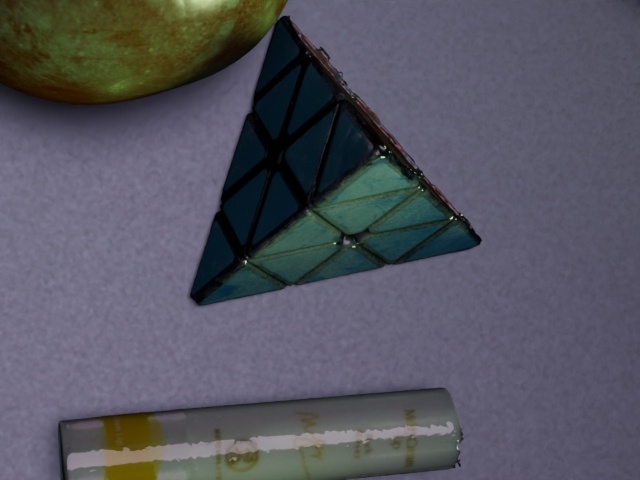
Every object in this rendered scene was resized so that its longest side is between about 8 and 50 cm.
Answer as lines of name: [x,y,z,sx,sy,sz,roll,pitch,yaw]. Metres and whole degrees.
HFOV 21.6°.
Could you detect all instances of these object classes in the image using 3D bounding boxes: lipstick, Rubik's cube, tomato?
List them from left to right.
tomato: [-0.135,-0.221,1.043,0.270,0.222,0.270,2,81,-10]
lipstick: [-0.039,0.136,1.112,0.264,0.059,0.059,-3,86,-13]
Rubik's cube: [0.000,0.000,1.134,0.178,0.211,0.190,-43,120,10]
